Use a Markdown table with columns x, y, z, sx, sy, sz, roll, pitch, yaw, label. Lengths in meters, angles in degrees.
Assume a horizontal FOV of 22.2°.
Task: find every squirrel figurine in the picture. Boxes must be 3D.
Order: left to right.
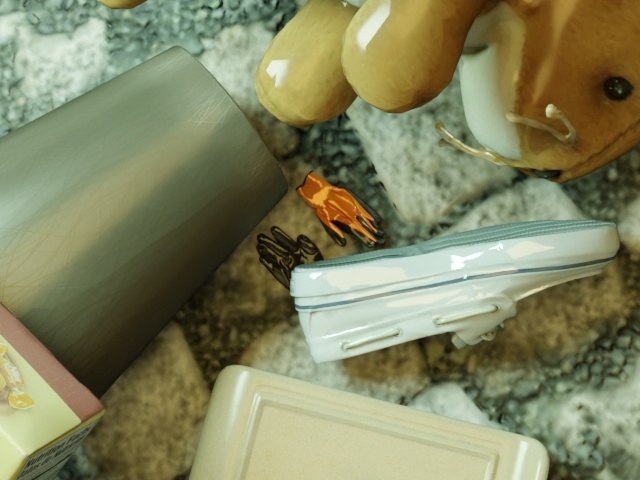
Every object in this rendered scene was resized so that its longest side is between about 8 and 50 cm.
| x | y | z | sx | sy | sz | roll | pitch | yaw | label |
| --- | --- | --- | --- | --- | --- | --- | --- | --- | --- |
| 0.102 | -0.238 | 1.045 | 0.370 | 0.281 | 0.397 | 27 | 68 | -14 | squirrel figurine |

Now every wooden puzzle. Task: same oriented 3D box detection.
| x | y | z | sx | sy | sz | roll | pitch | yaw | label |
| --- | --- | --- | --- | --- | --- | --- | --- | --- | --- |
| 0.017 | 0.216 | 1.104 | 0.238 | 0.044 | 0.221 | 13 | 81 | 10 | wooden puzzle |

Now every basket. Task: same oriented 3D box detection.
| x | y | z | sx | sy | sz | roll | pitch | yaw | label |
| --- | --- | --- | --- | --- | --- | --- | --- | --- | --- |
| -0.147 | -0.013 | 1.101 | 0.227 | 0.154 | 0.204 | -38 | 84 | -8 | basket |

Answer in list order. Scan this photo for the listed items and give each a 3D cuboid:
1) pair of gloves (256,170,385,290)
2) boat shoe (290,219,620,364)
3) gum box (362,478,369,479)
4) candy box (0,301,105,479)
| x | y | z | sx | sy | sz | roll | pitch | yaw | label |
| --- | --- | --- | --- | --- | --- | --- | --- | --- | --- |
| 0.000 | 0.000 | 1.158 | 0.074 | 0.010 | 0.083 | 38 | 86 | 8 | pair of gloves |
| 0.095 | 0.036 | 1.121 | 0.226 | 0.083 | 0.076 | -9 | 98 | 8 | boat shoe |
| 0.013 | 0.259 | 1.040 | 0.107 | 0.062 | 0.188 | -20 | 77 | 4 | gum box |
| -0.292 | 0.153 | 1.026 | 0.183 | 0.087 | 0.316 | 44 | 120 | 9 | candy box |
